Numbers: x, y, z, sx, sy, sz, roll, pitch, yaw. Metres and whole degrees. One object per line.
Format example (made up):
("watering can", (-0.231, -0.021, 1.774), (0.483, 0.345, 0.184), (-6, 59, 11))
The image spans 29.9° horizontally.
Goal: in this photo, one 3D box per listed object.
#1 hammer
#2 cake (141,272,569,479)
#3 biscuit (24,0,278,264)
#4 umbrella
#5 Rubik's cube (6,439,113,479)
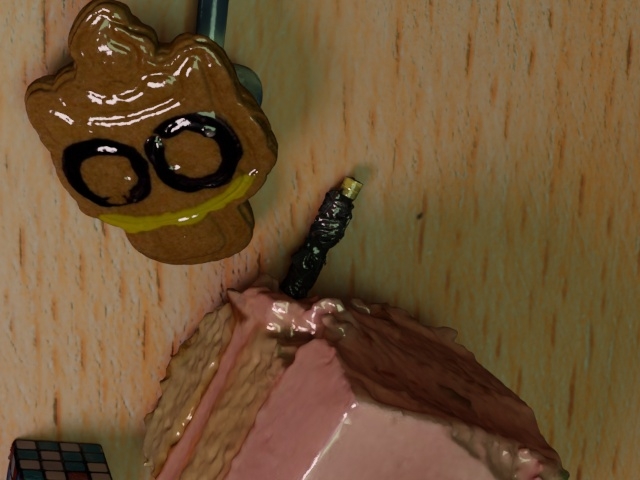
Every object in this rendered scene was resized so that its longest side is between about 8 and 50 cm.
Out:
("hammer", (-0.105, -0.198, 1.117), (0.116, 0.069, 0.194), (5, 97, -19))
("cake", (0.024, 0.214, 1.139), (0.314, 0.307, 0.293), (23, 104, -26))
("biscuit", (-0.148, -0.087, 1.086), (0.208, 0.041, 0.290), (-12, 129, 13))
("umbrella", (0.000, 0.000, 1.224), (0.037, 0.040, 0.144), (29, 98, 9))
("Rubik's cube", (-0.261, 0.258, 1.183), (0.092, 0.092, 0.092), (7, 103, -21))
